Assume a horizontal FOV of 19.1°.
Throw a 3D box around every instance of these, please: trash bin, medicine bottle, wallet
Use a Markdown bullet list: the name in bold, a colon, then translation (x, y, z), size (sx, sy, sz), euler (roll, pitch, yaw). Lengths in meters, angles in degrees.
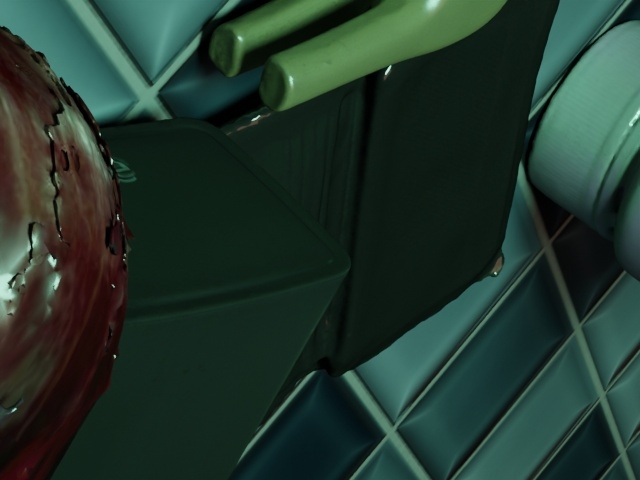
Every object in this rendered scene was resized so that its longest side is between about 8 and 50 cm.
- **trash bin**: translation (-0.115, 0.074, 0.798), size (0.165, 0.115, 0.225), euler (-10, 136, -46)
- **medicine bottle**: translation (0.262, -0.019, 1.152), size (0.152, 0.254, 0.152), euler (-40, 152, -26)
- **wallet**: translation (0.000, 0.000, 0.981), size (0.323, 0.041, 0.247), euler (-29, 146, -31)

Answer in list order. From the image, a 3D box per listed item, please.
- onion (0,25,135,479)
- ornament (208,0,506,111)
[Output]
- **onion**: translation (-0.176, -0.002, 0.512), size (0.252, 0.219, 0.252), euler (-6, 154, -3)
- **ornament**: translation (0.069, -0.190, 0.838), size (0.245, 0.061, 0.230), euler (-27, 142, -41)
